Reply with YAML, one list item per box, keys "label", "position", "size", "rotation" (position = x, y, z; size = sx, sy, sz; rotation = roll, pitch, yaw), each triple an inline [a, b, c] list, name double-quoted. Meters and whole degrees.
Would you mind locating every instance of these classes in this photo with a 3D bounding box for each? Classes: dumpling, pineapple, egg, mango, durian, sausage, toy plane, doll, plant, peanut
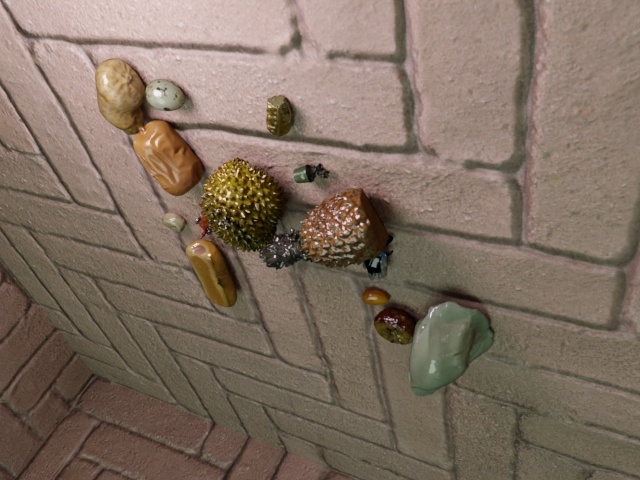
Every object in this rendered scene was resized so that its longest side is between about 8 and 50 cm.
- label: "dumpling"
  position: [0.367, 0.312, 1.864]
  size: [0.212, 0.270, 0.321]
  rotation: [50, 159, 12]
- label: "pineapple"
  position: [0.000, 0.000, 1.686]
  size: [0.361, 0.202, 0.202]
  rotation: [-23, 121, 24]
- label: "egg"
  position: [-0.423, -0.395, 1.693]
  size: [0.110, 0.085, 0.085]
  rotation: [17, 144, 0]
- label: "mango"
  position: [0.176, 0.181, 1.973]
  size: [0.089, 0.046, 0.060]
  rotation: [5, 141, 14]
- label: "durian"
  position: [-0.227, -0.091, 1.792]
  size: [0.258, 0.258, 0.293]
  rotation: [22, 156, 14]
- label: "sausage"
  position: [-0.456, -0.247, 1.861]
  size: [0.120, 0.136, 0.241]
  rotation: [-2, 129, 47]
- label: "toy plane"
  position: [-0.387, -0.060, 2.087]
  size: [0.126, 0.077, 0.194]
  rotation: [53, 150, -14]
- label: "doll"
  position: [0.162, 0.052, 1.806]
  size: [0.096, 0.070, 0.195]
  rotation: [35, 141, 23]
- label: "plant"
  position: [-0.021, -0.183, 1.679]
  size: [0.102, 0.051, 0.051]
  rotation: [-8, 130, 25]
- label: "peanut"
  position: [-0.565, -0.401, 1.763]
  size: [0.137, 0.122, 0.253]
  rotation: [22, 147, 1]

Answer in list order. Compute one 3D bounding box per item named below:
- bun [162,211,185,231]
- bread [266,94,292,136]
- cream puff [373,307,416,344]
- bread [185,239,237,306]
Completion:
- label: "bun"
  position: [-0.511, -0.069, 2.181]
  size: [0.086, 0.055, 0.086]
  rotation: [23, 158, 10]
- label: "bread"
  position: [-0.105, -0.311, 1.576]
  size: [0.066, 0.060, 0.110]
  rotation: [-1, 143, -7]
- label: "cream puff"
  position: [0.245, 0.271, 1.994]
  size: [0.149, 0.084, 0.149]
  rotation: [21, 148, 14]
- label: "bread"
  position: [-0.391, 0.119, 2.283]
  size: [0.142, 0.091, 0.305]
  rotation: [20, 144, 29]
